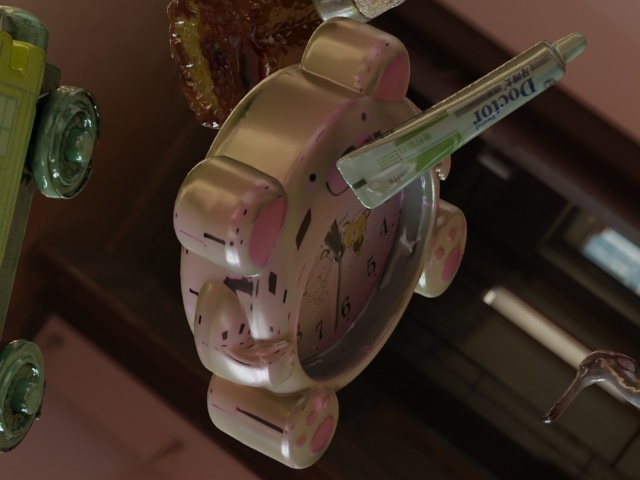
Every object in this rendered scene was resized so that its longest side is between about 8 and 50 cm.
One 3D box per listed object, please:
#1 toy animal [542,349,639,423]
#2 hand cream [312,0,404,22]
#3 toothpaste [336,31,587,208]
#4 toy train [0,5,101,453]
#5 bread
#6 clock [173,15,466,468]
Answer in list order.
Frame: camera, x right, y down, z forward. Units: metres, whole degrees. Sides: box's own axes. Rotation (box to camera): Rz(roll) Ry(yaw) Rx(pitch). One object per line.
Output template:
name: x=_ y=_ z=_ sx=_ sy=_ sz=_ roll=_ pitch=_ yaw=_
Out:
toy animal: x=0.424 y=0.151 z=1.842 sx=0.090 sy=0.324 sz=0.195 roll=41 pitch=67 yaw=-55
hand cream: x=0.090 y=-0.273 z=1.626 sx=0.203 sy=0.084 sz=0.084 roll=-12 pitch=-169 yaw=27
toothpaste: x=0.104 y=-0.090 z=1.149 sx=0.197 sy=0.048 sz=0.029 roll=-32 pitch=-156 yaw=7
toy train: x=-0.335 y=0.002 z=1.384 sx=0.272 sy=0.179 sz=0.442 roll=16 pitch=86 yaw=-73
bread: x=-0.071 y=-0.219 z=1.795 sx=0.135 sy=0.232 sz=0.247 roll=-23 pitch=119 yaw=-33
clock: x=0.000 y=0.000 z=1.286 sx=0.284 sy=0.114 sz=0.309 roll=-49 pitch=150 yaw=-27
